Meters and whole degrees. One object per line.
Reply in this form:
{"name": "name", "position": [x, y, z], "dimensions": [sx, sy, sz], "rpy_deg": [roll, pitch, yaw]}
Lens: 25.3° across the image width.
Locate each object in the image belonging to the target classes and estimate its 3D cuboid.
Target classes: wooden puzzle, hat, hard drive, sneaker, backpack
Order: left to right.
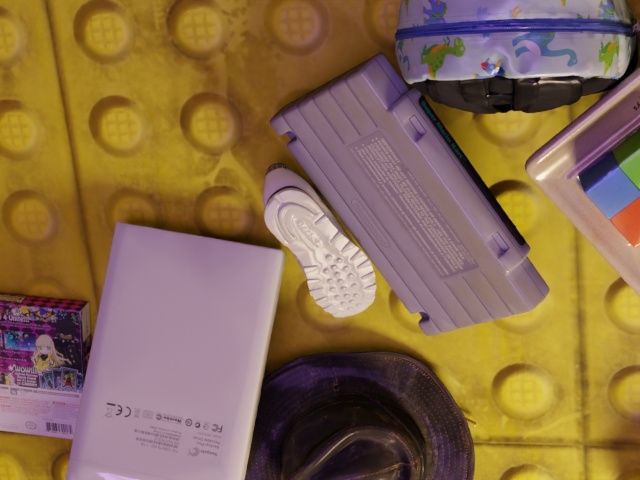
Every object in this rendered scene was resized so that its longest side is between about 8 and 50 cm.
{"name": "hard drive", "position": [-0.191, 0.168, 1.889], "dimensions": [0.233, 0.047, 0.353], "rpy_deg": [10, 85, 10]}
{"name": "sneaker", "position": [0.000, 0.000, 1.846], "dimensions": [0.090, 0.095, 0.235], "rpy_deg": [-28, 123, 4]}
{"name": "hat", "position": [0.037, 0.304, 1.886], "dimensions": [0.331, 0.134, 0.331], "rpy_deg": [1, 101, 7]}
{"name": "backpack", "position": [0.205, -0.241, 1.541], "dimensions": [0.290, 0.355, 0.273], "rpy_deg": [6, 112, 13]}
{"name": "wooden puzzle", "position": [0.453, -0.061, 1.578], "dimensions": [0.322, 0.080, 0.348], "rpy_deg": [-40, 110, 16]}

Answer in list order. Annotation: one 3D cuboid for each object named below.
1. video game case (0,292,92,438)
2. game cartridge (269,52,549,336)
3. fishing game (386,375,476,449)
{"name": "video game case", "position": [-0.439, 0.178, 2.048], "dimensions": [0.232, 0.042, 0.210], "rpy_deg": [4, 113, 12]}
{"name": "game cartridge", "position": [0.110, -0.048, 1.747], "dimensions": [0.355, 0.068, 0.230], "rpy_deg": [54, 144, -10]}
{"name": "fishing game", "position": [0.109, 0.328, 1.972], "dimensions": [0.189, 0.041, 0.264], "rpy_deg": [31, 116, 3]}
